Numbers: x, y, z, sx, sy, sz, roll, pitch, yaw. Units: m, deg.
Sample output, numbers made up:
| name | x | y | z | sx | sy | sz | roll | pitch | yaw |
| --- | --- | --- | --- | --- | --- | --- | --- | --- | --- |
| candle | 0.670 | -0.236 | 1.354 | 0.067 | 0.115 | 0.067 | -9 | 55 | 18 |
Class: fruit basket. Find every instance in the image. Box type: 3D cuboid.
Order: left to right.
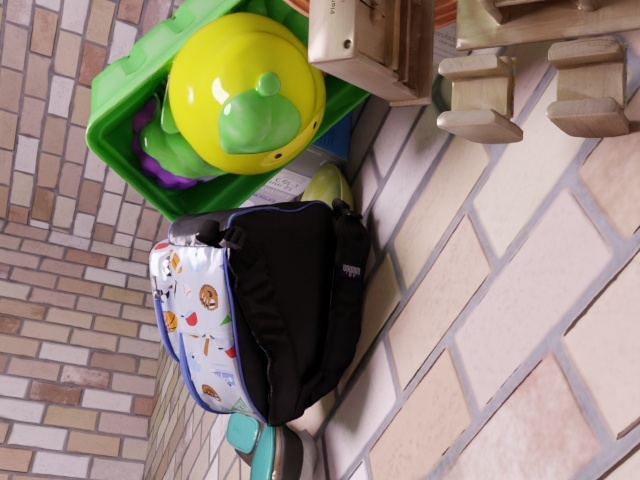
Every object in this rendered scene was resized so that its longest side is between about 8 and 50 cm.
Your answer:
| name | x | y | z | sx | sy | sz | roll | pitch | yaw |
| --- | --- | --- | --- | --- | --- | --- | --- | --- | --- |
| fruit basket | -0.087 | -0.172 | 0.792 | 0.391 | 0.283 | 0.392 | -14 | 54 | 20 |

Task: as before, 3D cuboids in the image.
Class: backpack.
| name | x | y | z | sx | sy | sz | roll | pitch | yaw |
| --- | --- | --- | --- | --- | --- | --- | --- | --- | --- |
| backpack | -0.080 | 0.090 | 0.812 | 0.213 | 0.276 | 0.264 | -9 | 91 | 39 |

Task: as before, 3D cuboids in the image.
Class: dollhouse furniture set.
| name | x | y | z | sx | sy | sz | roll | pitch | yaw |
| --- | --- | --- | --- | --- | --- | --- | --- | --- | --- |
| dollhouse furniture set | 0.135 | -0.185 | 0.517 | 0.241 | 0.161 | 0.212 | 2 | 90 | 32 |

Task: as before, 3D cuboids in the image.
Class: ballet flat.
| name | x | y | z | sx | sy | sz | roll | pitch | yaw |
| --- | --- | --- | --- | --- | --- | --- | --- | --- | --- |
| ballet flat | -0.058 | 0.284 | 0.880 | 0.280 | 0.096 | 0.095 | -172 | 100 | -73 |

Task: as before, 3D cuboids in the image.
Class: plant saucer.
| name | x | y | z | sx | sy | sz | roll | pitch | yaw |
| --- | --- | --- | --- | --- | --- | --- | --- | --- | --- |
| plant saucer | 0.000 | 0.000 | 1.012 | 0.241 | 0.037 | 0.241 | -165 | 90 | -72 |

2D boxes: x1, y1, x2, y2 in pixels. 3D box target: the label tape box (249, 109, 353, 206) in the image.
| name | x | y | z | sx | sy | sz | roll | pitch | yaw |
| --- | --- | --- | --- | --- | --- | --- | --- | --- | --- |
| label tape box | -0.076 | -0.206 | 1.183 | 0.347 | 0.115 | 0.249 | -26 | 52 | 52 |

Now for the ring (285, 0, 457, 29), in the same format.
| name | x | y | z | sx | sy | sz | roll | pitch | yaw |
| --- | --- | --- | --- | --- | --- | --- | --- | --- | --- |
| ring | 0.069 | -0.362 | 0.594 | 0.032 | 0.336 | 0.337 | -95 | 25 | -60 |

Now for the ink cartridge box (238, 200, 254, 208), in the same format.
| name | x | y | z | sx | sy | sz | roll | pitch | yaw |
| --- | --- | --- | --- | --- | --- | --- | --- | --- | --- |
| ink cartridge box | -0.176 | -0.076 | 1.350 | 0.065 | 0.185 | 0.311 | 115 | 160 | -51 |

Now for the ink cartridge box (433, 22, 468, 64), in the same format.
| name | x | y | z | sx | sy | sz | roll | pitch | yaw |
| --- | --- | --- | --- | --- | --- | --- | --- | --- | --- |
| ink cartridge box | 0.133 | -0.319 | 0.689 | 0.078 | 0.134 | 0.231 | -104 | 32 | -57 |
